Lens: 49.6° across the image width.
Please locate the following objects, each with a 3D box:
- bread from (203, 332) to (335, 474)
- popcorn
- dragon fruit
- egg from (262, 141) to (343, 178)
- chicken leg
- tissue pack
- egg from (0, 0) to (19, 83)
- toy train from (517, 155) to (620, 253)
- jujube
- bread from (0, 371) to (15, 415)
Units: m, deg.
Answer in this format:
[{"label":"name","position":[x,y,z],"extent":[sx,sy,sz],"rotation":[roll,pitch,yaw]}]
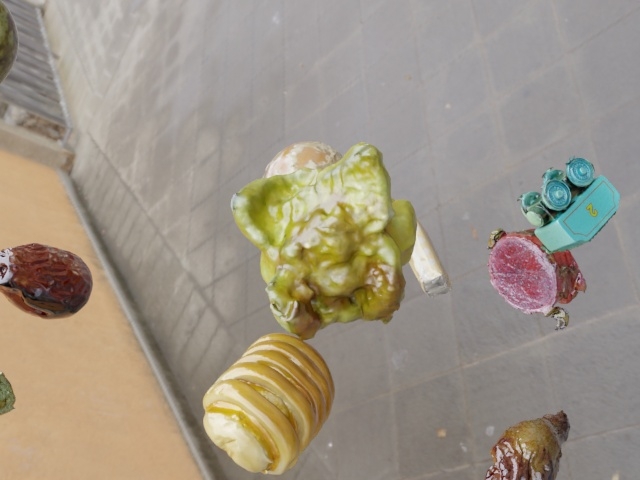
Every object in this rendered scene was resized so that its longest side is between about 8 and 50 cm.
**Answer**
[{"label":"bread","position":[-0.066,0.241,1.072],"extent":[0.121,0.173,0.311],"rotation":[-48,-2,15]},{"label":"popcorn","position":[0.003,-0.011,1.175],"extent":[0.290,0.326,0.320],"rotation":[-135,63,-81]},{"label":"dragon fruit","position":[0.532,0.076,1.692],"extent":[0.282,0.147,0.211],"rotation":[53,141,14]},{"label":"egg","position":[-0.028,-0.120,1.492],"extent":[0.195,0.195,0.233],"rotation":[-51,16,23]},{"label":"chicken leg","position":[0.301,0.357,1.006],"extent":[0.083,0.177,0.322],"rotation":[4,51,35]},{"label":"tissue pack","position":[0.317,0.055,2.121],"extent":[0.090,0.186,0.222],"rotation":[-28,62,9]},{"label":"egg","position":[-0.828,-0.458,1.606],"extent":[0.238,0.238,0.289],"rotation":[-24,72,45]},{"label":"toy train","position":[0.537,-0.076,1.489],"extent":[0.203,0.163,0.112],"rotation":[-41,0,-20]},{"label":"jujube","position":[-0.583,0.081,1.429],"extent":[0.168,0.236,0.168],"rotation":[-5,73,18]},{"label":"bread","position":[-0.710,0.297,1.333],"extent":[0.270,0.098,0.087],"rotation":[-6,77,28]}]
